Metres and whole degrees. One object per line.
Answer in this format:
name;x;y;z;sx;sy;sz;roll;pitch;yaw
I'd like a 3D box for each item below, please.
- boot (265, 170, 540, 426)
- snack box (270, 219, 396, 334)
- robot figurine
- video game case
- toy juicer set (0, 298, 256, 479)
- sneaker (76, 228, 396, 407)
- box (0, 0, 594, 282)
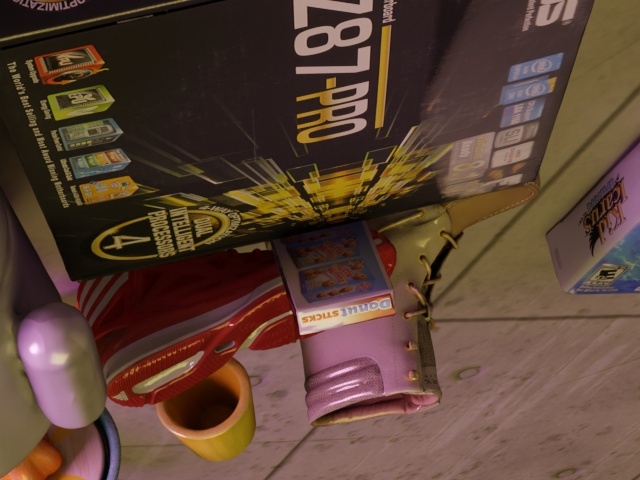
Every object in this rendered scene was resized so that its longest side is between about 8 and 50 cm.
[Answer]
boot;0.073;0.035;1.343;0.213;0.165;0.077;-20;154;15
snack box;0.000;0.000;1.243;0.064;0.178;0.022;-11;122;-6
robot figurine;-0.268;0.040;1.139;0.300;0.200;0.353;12;157;12
video game case;0.352;-0.039;1.459;0.269;0.061;0.244;-1;150;-25
toy juicer set;-0.224;0.137;1.338;0.329;0.209;0.089;-33;148;-8
sneaker;-0.067;0.014;1.297;0.221;0.128;0.087;-23;152;-12
box;-0.019;-0.101;1.057;0.318;0.097;0.395;-14;163;-6
